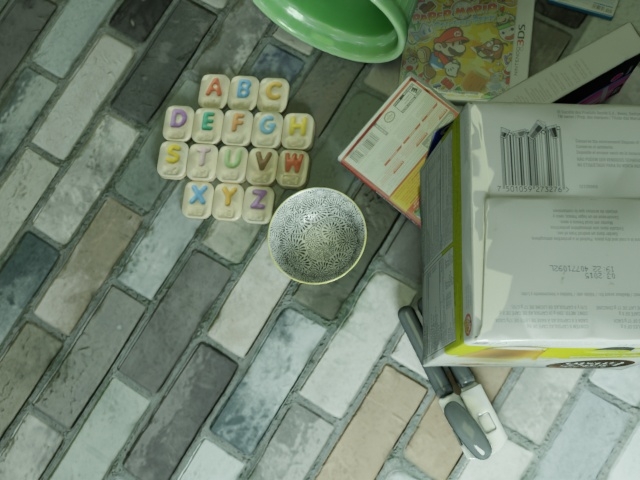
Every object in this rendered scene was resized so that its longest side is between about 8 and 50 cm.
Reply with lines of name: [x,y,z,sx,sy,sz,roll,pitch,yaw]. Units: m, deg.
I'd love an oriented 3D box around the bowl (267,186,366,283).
bowl: [0.000,0.000,1.779,0.170,0.080,0.170,-2,76,10]

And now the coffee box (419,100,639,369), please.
coffee box: [0.344,0.010,1.551,0.337,0.334,0.338,2,76,-6]

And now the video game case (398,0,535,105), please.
video game case: [0.260,-0.341,1.848,0.226,0.026,0.207,5,77,11]

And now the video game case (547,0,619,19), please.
video game case: [0.489,-0.484,1.850,0.119,0.015,0.166,19,80,15]

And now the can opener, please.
can opener: [0.211,0.220,1.677,0.076,0.095,0.284,-27,73,2]

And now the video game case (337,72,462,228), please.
video game case: [0.201,-0.128,1.789,0.285,0.025,0.204,40,85,10]

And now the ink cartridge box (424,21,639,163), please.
ink cartridge box: [0.346,-0.216,1.695,0.370,0.176,0.069,-27,77,-7]

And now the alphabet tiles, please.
alphabet tiles: [-0.154,-0.170,1.881,0.284,0.021,0.278,5,77,12]

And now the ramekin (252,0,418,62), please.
ramekin: [0.033,-0.449,1.776,0.303,0.303,0.148,22,77,14]
